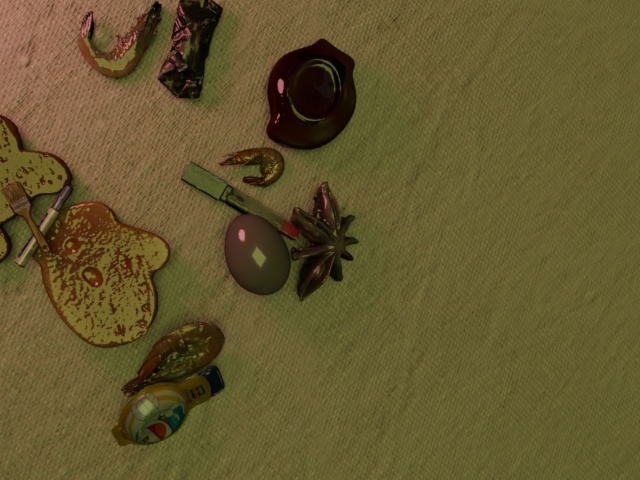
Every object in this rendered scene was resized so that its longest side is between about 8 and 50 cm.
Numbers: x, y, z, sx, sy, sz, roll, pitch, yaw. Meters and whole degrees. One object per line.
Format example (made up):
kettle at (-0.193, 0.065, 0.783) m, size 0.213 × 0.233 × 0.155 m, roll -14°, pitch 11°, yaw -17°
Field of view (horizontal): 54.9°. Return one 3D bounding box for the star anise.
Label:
star anise at (0.000, -0.005, 1.492) m, size 0.198 × 0.111 × 0.257 m, roll -25°, pitch 112°, yaw -36°

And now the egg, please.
egg at (-0.149, 0.033, 1.440) m, size 0.147 × 0.146 × 0.198 m, roll -21°, pitch 97°, yaw -11°

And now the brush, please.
brush at (-0.632, -0.047, 1.335) m, size 0.043 × 0.014 × 0.169 m, roll -30°, pitch 92°, yaw -11°

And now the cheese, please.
cheese at (-0.348, 0.381, 1.423) m, size 0.270 × 0.069 × 0.176 m, roll -29°, pitch 128°, yaw -22°

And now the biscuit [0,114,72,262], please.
biscuit at (-0.782, -0.073, 1.345) m, size 0.283 × 0.064 × 0.432 m, roll 41°, pitch 82°, yaw -14°

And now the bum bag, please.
bum bag at (-0.306, -0.456, 1.447) m, size 0.102 × 0.069 × 0.247 m, roll 15°, pitch 85°, yaw -11°

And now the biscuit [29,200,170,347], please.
biscuit at (-0.483, 0.066, 1.407) m, size 0.287 × 0.057 × 0.343 m, roll -30°, pitch 91°, yaw -8°

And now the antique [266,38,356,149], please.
antique at (-0.022, -0.348, 1.478) m, size 0.224 × 0.129 × 0.278 m, roll 36°, pitch 81°, yaw -8°

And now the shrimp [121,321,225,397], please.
shrimp at (-0.348, 0.277, 1.423) m, size 0.267 × 0.061 × 0.145 m, roll -31°, pitch 136°, yaw 2°

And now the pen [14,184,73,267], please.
pen at (-0.607, -0.033, 1.356) m, size 0.025 × 0.025 × 0.204 m, roll 31°, pitch 82°, yaw -10°

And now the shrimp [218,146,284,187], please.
shrimp at (-0.166, -0.176, 1.499) m, size 0.163 × 0.045 × 0.095 m, roll -9°, pitch 113°, yaw -17°

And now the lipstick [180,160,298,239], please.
lipstick at (-0.186, -0.089, 1.484) m, size 0.312 × 0.051 × 0.051 m, roll 30°, pitch 83°, yaw -13°

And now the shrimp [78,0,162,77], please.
shrimp at (-0.464, -0.487, 1.426) m, size 0.152 × 0.046 × 0.219 m, roll 36°, pitch 83°, yaw -13°
